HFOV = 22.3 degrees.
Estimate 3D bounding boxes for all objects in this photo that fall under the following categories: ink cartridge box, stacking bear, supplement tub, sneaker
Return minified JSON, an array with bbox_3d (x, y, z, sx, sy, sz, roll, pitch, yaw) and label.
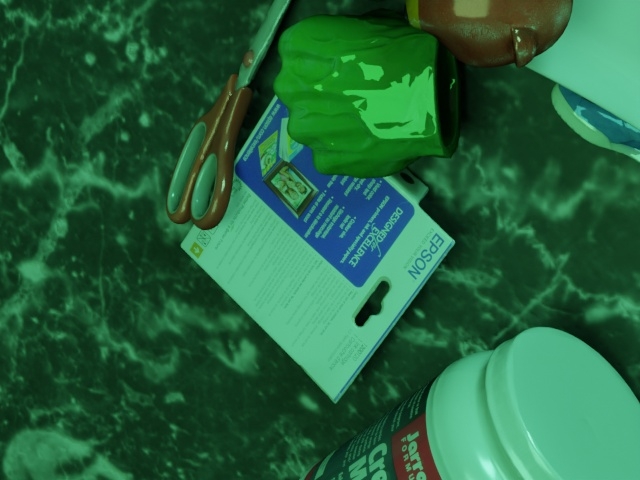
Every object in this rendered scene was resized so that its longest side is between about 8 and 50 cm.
[{"bbox_3d":[0.000,0.000,1.413,0.208,0.045,0.206,45,123,16],"label":"ink cartridge box"},{"bbox_3d":[0.102,-0.264,1.155,0.164,0.175,0.289,-14,100,-3],"label":"stacking bear"},{"bbox_3d":[0.118,0.208,1.312,0.272,0.191,0.191,-41,81,34],"label":"supplement tub"},{"bbox_3d":[0.252,-0.098,1.213,0.152,0.058,0.084,36,126,14],"label":"sneaker"}]

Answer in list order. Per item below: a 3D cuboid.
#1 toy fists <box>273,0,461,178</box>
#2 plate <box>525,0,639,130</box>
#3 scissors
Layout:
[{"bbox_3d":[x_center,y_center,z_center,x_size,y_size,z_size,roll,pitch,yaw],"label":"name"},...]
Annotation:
[{"bbox_3d":[0.034,-0.189,1.297,0.142,0.096,0.279,0,97,20],"label":"toy fists"},{"bbox_3d":[0.228,-0.232,1.155,0.277,0.045,0.278,38,124,44],"label":"plate"},{"bbox_3d":[-0.071,-0.145,1.423,0.109,0.021,0.297,39,112,61],"label":"scissors"}]
